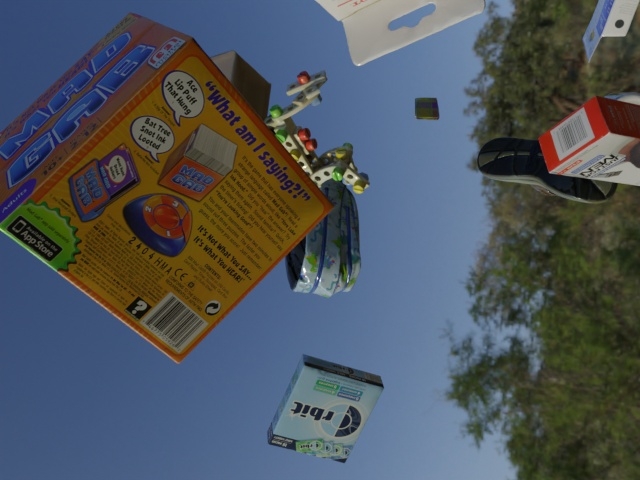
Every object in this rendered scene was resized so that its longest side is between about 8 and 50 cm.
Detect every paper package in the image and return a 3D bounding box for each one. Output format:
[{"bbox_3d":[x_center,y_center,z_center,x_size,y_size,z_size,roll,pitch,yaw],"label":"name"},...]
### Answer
[{"bbox_3d":[-0.305,-0.291,1.785,0.168,0.310,0.324,32,-122,-53],"label":"paper package"}]

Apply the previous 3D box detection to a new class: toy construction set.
[{"bbox_3d":[-0.022,-0.251,1.701,0.151,0.215,0.327,-54,-51,-48],"label":"toy construction set"}]

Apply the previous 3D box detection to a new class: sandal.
[{"bbox_3d":[0.474,-0.149,1.424,0.086,0.303,0.120,33,-98,-48],"label":"sandal"}]

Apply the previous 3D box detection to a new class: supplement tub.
[{"bbox_3d":[0.740,-0.307,1.683,0.190,0.117,0.117,-57,-33,-75],"label":"supplement tub"}]

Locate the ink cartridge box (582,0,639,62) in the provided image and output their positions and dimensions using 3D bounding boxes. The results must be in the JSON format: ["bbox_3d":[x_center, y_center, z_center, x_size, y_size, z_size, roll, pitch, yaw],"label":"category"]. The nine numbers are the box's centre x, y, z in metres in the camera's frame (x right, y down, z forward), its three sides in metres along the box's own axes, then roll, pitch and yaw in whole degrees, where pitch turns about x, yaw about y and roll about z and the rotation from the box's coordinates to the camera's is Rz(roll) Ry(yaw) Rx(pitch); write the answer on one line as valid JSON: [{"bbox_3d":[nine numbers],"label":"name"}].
[{"bbox_3d":[0.516,-0.425,1.182,0.206,0.045,0.208,-59,-15,-58],"label":"ink cartridge box"}]

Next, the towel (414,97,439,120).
[{"bbox_3d":[0.264,-0.328,1.703,0.009,0.060,0.083,88,-176,-49],"label":"towel"}]

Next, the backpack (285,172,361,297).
[{"bbox_3d":[0.000,0.000,2.035,0.355,0.273,0.290,-72,6,-50],"label":"backpack"}]

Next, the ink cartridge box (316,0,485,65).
[{"bbox_3d":[0.066,-0.435,0.889,0.119,0.207,0.353,10,-117,-64],"label":"ink cartridge box"}]

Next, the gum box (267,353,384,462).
[{"bbox_3d":[0.007,0.312,1.256,0.041,0.157,0.184,-106,36,-66],"label":"gum box"}]

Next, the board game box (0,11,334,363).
[{"bbox_3d":[-0.274,-0.099,1.118,0.356,0.356,0.356,-45,-54,-5],"label":"board game box"}]

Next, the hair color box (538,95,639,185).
[{"bbox_3d":[0.354,-0.112,0.802,0.167,0.093,0.053,2,-115,-28],"label":"hair color box"}]
